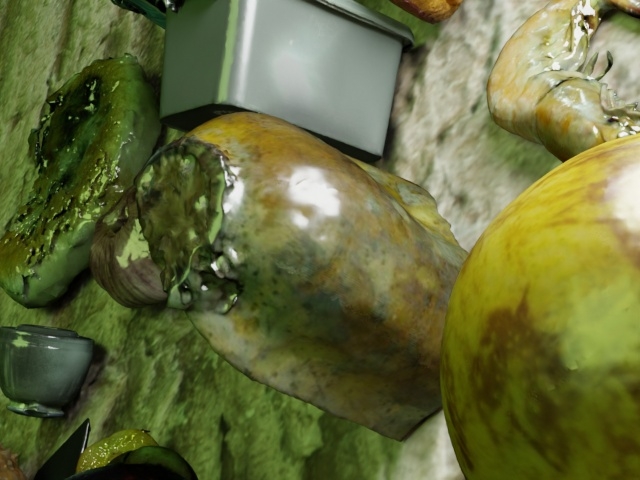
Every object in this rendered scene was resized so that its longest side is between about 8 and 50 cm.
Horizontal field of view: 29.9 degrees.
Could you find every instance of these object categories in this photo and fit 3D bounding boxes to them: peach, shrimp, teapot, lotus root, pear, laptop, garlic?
[{"bbox_3d":[-0.194,0.240,1.192,0.061,0.098,0.098,90,-175,-60],"label":"peach"},{"bbox_3d":[0.232,-0.127,0.935,0.169,0.058,0.296,-52,32,8],"label":"shrimp"},{"bbox_3d":[-0.335,0.152,1.393,0.149,0.111,0.108,4,83,46],"label":"teapot"},{"bbox_3d":[-0.011,-0.013,0.972,0.149,0.260,0.267,-43,38,21],"label":"lotus root"},{"bbox_3d":[0.196,0.070,0.651,0.280,0.280,0.281,-30,45,36],"label":"pear"},{"bbox_3d":[-0.284,0.281,1.272,0.197,0.016,0.135,-43,34,50],"label":"laptop"},{"bbox_3d":[-0.199,0.001,1.333,0.147,0.102,0.159,-46,37,22],"label":"garlic"}]

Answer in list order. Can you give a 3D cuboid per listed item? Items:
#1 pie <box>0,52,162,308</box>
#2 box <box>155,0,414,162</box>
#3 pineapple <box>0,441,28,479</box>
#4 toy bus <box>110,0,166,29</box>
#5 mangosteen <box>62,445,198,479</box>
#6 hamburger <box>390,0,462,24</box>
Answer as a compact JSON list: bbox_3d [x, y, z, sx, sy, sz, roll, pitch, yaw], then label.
[{"bbox_3d":[-0.321,-0.088,1.572,0.296,0.078,0.371,-20,50,41],"label":"pie"},{"bbox_3d":[-0.038,-0.157,1.144,0.163,0.243,0.135,-7,74,48],"label":"box"},{"bbox_3d":[-0.442,0.273,1.396,0.169,0.169,0.340,-63,24,-5],"label":"pineapple"},{"bbox_3d":[-0.122,-0.279,1.293,0.164,0.271,0.133,24,86,51],"label":"toy bus"},{"bbox_3d":[-0.169,0.289,1.010,0.243,0.243,0.243,-30,45,36],"label":"mangosteen"},{"bbox_3d":[0.071,-0.350,1.150,0.211,0.245,0.260,-59,-5,17],"label":"hamburger"}]
